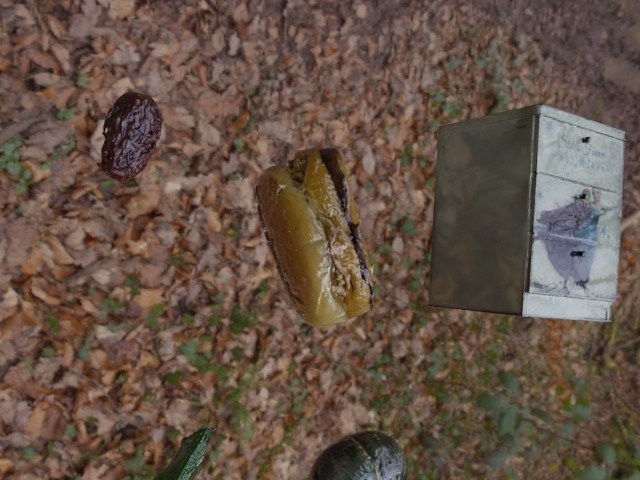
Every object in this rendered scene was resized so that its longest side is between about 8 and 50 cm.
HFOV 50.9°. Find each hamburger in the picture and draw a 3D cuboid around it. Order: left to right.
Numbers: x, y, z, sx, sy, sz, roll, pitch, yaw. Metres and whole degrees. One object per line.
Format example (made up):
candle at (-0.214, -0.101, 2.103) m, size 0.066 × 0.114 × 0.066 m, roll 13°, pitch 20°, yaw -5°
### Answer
hamburger at (-0.002, -0.007, 1.162) m, size 0.284 × 0.174 × 0.304 m, roll 108°, pitch -40°, yaw -79°

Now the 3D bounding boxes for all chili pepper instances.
chili pepper at (-0.276, 0.445, 1.285) m, size 0.061 × 0.098 × 0.224 m, roll 52°, pitch 47°, yaw -10°

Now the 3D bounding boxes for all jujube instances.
jujube at (-0.344, -0.189, 1.238) m, size 0.104 × 0.104 × 0.166 m, roll 8°, pitch 97°, yaw -60°

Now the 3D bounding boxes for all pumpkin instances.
pumpkin at (0.070, 0.434, 1.219) m, size 0.146 × 0.190 × 0.190 m, roll -112°, pitch 180°, yaw -47°

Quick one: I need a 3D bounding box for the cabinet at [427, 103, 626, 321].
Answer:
cabinet at (0.224, -0.021, 0.732) m, size 0.145 × 0.150 × 0.206 m, roll 7°, pitch 85°, yaw -34°
